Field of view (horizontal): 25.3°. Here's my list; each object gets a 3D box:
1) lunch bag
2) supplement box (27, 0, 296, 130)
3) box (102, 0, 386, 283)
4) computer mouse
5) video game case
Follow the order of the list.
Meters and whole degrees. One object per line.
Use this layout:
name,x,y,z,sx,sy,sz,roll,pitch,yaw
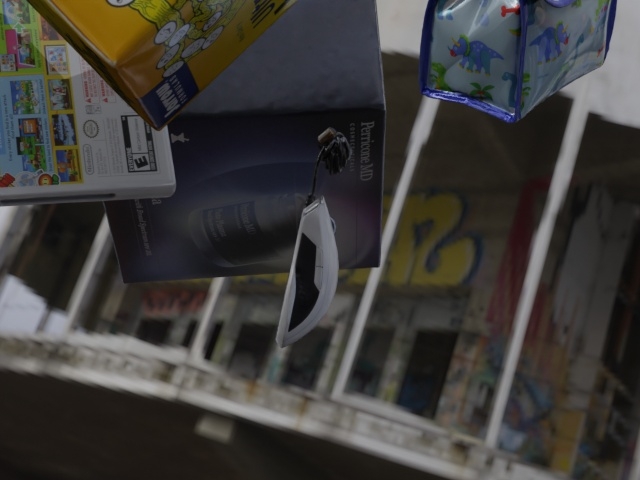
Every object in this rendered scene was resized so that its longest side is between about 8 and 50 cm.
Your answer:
lunch bag,0.136,-0.171,0.925,0.096,0.129,0.151,20,-56,31
supplement box,-0.075,-0.288,1.082,0.195,0.356,0.194,46,-4,9
box,-0.082,-0.106,1.500,0.294,0.182,0.296,-4,-33,-1
computer mouse,0.000,0.000,1.211,0.042,0.193,0.106,12,0,-2
video game case,-0.246,-0.136,1.270,0.206,0.227,0.026,-4,-24,-16
